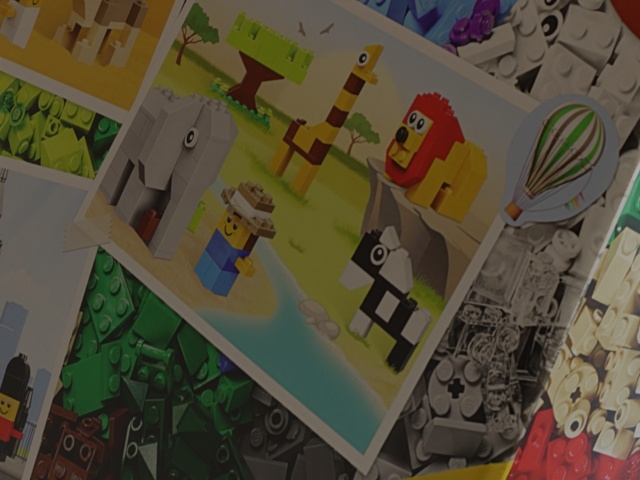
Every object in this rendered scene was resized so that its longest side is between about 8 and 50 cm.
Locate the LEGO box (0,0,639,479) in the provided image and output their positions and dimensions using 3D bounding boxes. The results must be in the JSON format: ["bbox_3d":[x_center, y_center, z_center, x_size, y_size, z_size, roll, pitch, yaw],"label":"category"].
[{"bbox_3d":[-0.034,0.003,0.760,0.193,0.372,0.500,19,-175,-45],"label":"LEGO box"}]
